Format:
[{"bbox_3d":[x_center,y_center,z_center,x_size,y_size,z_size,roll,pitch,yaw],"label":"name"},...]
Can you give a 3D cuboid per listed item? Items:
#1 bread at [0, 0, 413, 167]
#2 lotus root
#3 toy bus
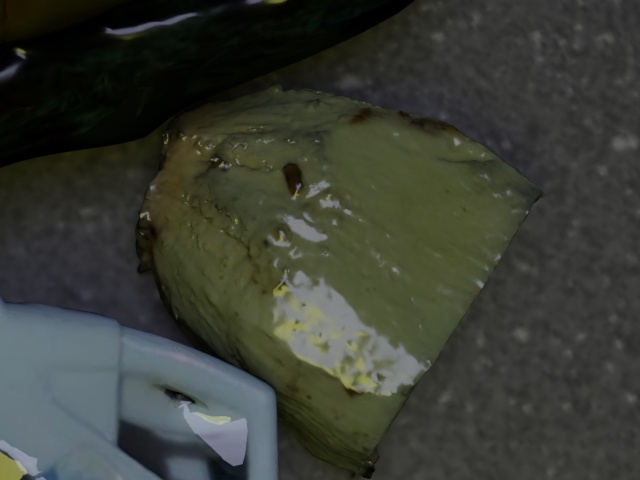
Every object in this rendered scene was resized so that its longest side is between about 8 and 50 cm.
[{"bbox_3d":[-0.108,-0.167,0.543,0.376,0.208,0.251,-22,73,-12],"label":"bread"},{"bbox_3d":[0.000,0.000,0.571,0.144,0.070,0.143,26,70,-1],"label":"lotus root"},{"bbox_3d":[-0.083,0.185,0.484,0.136,0.109,0.330,5,72,-19],"label":"toy bus"}]
